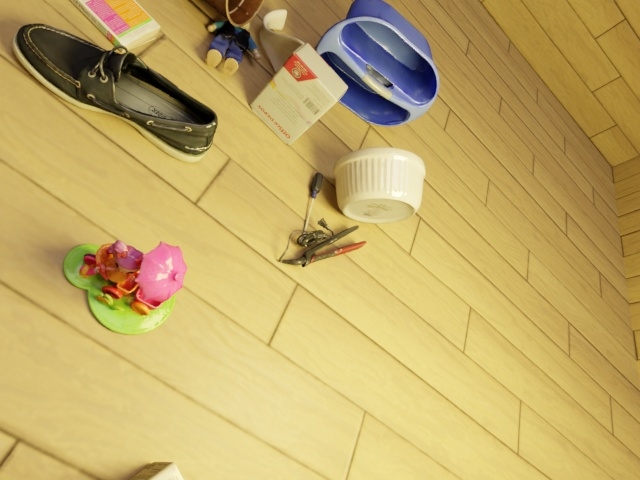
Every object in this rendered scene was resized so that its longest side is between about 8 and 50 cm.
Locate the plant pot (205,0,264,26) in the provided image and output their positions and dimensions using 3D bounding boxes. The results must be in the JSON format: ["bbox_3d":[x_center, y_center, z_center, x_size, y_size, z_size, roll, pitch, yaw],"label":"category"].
[{"bbox_3d":[-0.216,-0.577,0.936,0.165,0.167,0.167,32,48,6],"label":"plant pot"}]

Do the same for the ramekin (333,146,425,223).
[{"bbox_3d":[0.132,-0.114,0.989,0.207,0.207,0.108,14,70,-35],"label":"ramekin"}]

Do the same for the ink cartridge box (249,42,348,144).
[{"bbox_3d":[-0.050,-0.311,0.948,0.127,0.175,0.072,44,46,-15],"label":"ink cartridge box"}]

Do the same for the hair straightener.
[{"bbox_3d":[0.000,0.000,0.936,0.231,0.047,0.089,-18,81,-39],"label":"hair straightener"}]

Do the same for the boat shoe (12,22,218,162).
[{"bbox_3d":[-0.325,-0.262,0.738,0.340,0.113,0.127,35,51,-21],"label":"boat shoe"}]

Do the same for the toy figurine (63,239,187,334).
[{"bbox_3d":[-0.259,0.041,0.615,0.173,0.159,0.130,38,50,-18],"label":"toy figurine"}]

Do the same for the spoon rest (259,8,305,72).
[{"bbox_3d":[-0.080,-0.442,1.034,0.084,0.137,0.276,-8,59,-28],"label":"spoon rest"}]

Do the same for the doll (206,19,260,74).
[{"bbox_3d":[-0.193,-0.442,0.981,0.129,0.046,0.188,23,50,-19],"label":"doll"}]

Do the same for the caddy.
[{"bbox_3d":[0.145,-0.440,1.130,0.341,0.241,0.179,28,48,-26],"label":"caddy"}]

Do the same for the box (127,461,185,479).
[{"bbox_3d":[-0.271,0.381,0.486,0.275,0.094,0.113,-24,85,-43],"label":"box"}]

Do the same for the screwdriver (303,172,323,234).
[{"bbox_3d":[-0.017,-0.082,0.967,0.024,0.025,0.169,29,53,-26],"label":"screwdriver"}]

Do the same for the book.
[{"bbox_3d":[-0.391,-0.433,0.824,0.144,0.035,0.096,46,51,-12],"label":"book"}]
